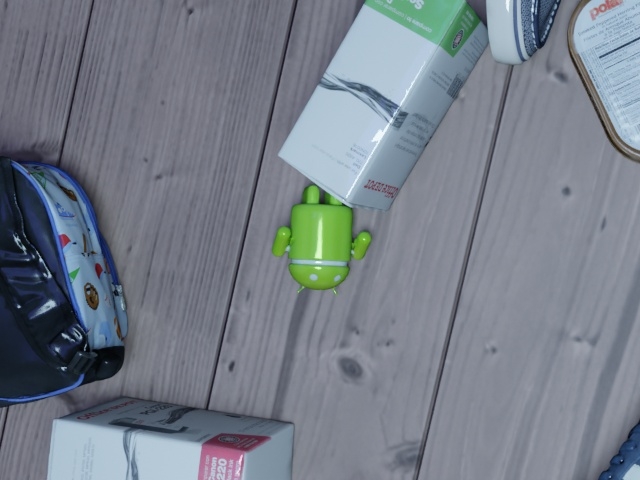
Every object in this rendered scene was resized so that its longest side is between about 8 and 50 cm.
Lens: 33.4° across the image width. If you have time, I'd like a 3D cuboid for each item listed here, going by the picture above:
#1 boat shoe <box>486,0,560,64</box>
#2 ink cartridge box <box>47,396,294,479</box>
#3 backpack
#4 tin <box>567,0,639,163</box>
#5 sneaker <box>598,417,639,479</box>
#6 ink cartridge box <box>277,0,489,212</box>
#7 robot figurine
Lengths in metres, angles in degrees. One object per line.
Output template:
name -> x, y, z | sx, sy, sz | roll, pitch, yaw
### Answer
boat shoe -> 0.262, -0.333, 1.021 | 0.158, 0.127, 0.341 | 10, 92, 22
ink cartridge box -> -0.155, 0.233, 1.127 | 0.217, 0.158, 0.092 | 4, 92, 17
backpack -> -0.344, 0.041, 1.165 | 0.276, 0.213, 0.264 | -12, 94, 11
tin -> 0.315, -0.166, 1.052 | 0.106, 0.040, 0.190 | -25, 82, 11
sneaker -> 0.315, 0.211, 1.008 | 0.350, 0.131, 0.148 | -28, 74, 9
ink cartridge box -> 0.068, -0.146, 1.063 | 0.092, 0.160, 0.219 | 34, 98, 16
robot figurine -> 0.000, 0.000, 1.130 | 0.101, 0.067, 0.115 | 4, 89, -13
